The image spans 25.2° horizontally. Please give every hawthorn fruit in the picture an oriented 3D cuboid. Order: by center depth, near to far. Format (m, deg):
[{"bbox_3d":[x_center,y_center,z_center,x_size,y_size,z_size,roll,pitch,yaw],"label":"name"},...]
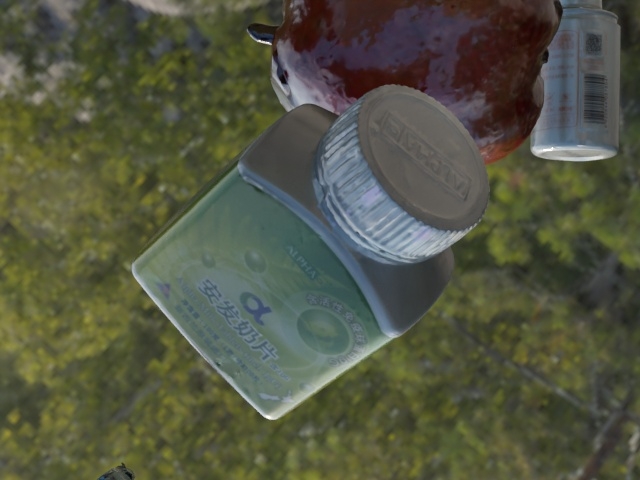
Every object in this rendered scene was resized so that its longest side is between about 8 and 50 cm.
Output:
[{"bbox_3d":[0.052,-0.134,0.954,0.202,0.185,0.185,-1,153,-2],"label":"hawthorn fruit"}]

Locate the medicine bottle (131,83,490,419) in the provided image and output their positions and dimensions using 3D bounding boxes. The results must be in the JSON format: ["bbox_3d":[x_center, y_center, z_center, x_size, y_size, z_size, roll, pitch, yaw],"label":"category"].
[{"bbox_3d":[0.000,0.000,0.786,0.132,0.088,0.188,48,133,-3],"label":"medicine bottle"}]

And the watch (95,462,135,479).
[{"bbox_3d":[-0.249,0.269,1.083,0.068,0.274,0.276,55,172,9],"label":"watch"}]

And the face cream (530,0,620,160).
[{"bbox_3d":[0.291,-0.220,1.631,0.101,0.252,0.101,2,174,0],"label":"face cream"}]
